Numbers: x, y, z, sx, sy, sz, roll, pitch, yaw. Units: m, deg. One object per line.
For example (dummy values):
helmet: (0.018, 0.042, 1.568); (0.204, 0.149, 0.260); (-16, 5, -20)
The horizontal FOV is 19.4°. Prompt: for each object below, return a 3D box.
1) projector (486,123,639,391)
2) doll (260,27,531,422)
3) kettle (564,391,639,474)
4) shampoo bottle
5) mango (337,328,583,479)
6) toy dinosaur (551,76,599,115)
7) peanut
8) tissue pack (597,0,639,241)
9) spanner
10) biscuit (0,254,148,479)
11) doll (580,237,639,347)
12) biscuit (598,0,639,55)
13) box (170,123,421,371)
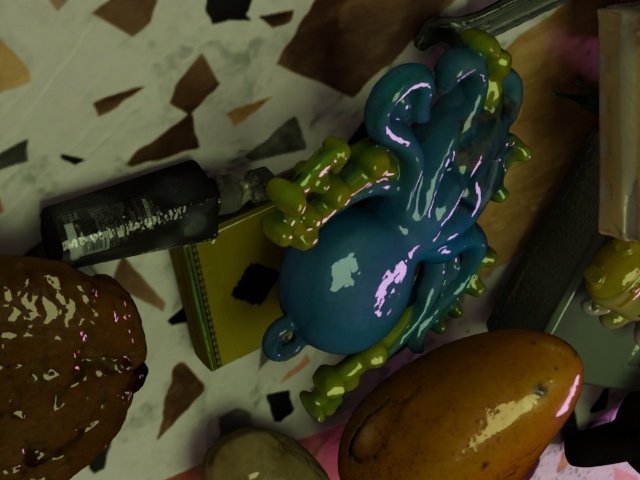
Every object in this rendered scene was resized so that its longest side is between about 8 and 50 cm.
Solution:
projector: (0.302, 0.018, 1.898); (0.192, 0.099, 0.257); (12, 112, -38)
doll: (0.060, -0.026, 1.655); (0.341, 0.098, 0.346); (-49, 147, -13)
kettle: (0.369, 0.213, 1.997); (0.202, 0.232, 0.144); (-18, 86, -8)
shampoo bottle: (-0.132, -0.024, 1.588); (0.207, 0.063, 0.057); (-16, 129, -24)
mango: (0.129, 0.183, 1.798); (0.191, 0.160, 0.290); (10, 136, -47)
toy dinosaur: (0.269, -0.130, 1.795); (0.119, 0.060, 0.029); (16, 105, -43)
peanut: (-0.036, 0.275, 1.839); (0.125, 0.111, 0.274); (-29, 131, 3)
tissue pack: (0.344, -0.115, 1.735); (0.186, 0.090, 0.222); (-10, 101, -31)
spanner: (0.225, -0.231, 1.675); (0.302, 0.017, 0.071); (-27, 132, 2)
biscuit: (-0.281, 0.127, 1.551); (0.295, 0.075, 0.296); (-14, 136, -14)
doll: (0.315, 0.049, 1.815); (0.106, 0.062, 0.162); (-47, 135, 8)
biscuit: (0.346, -0.237, 1.784); (0.324, 0.049, 0.205); (28, 101, -44)
box: (0.001, 0.000, 1.712); (0.279, 0.041, 0.153); (-25, 131, -19)
